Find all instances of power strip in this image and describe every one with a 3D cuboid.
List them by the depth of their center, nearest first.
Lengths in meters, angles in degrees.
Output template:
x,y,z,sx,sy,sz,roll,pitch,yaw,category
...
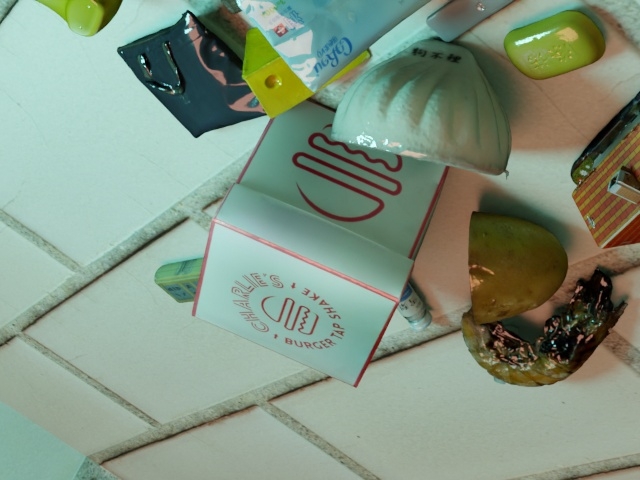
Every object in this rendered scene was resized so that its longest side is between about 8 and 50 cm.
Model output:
x,y,z,sx,sy,sz,roll,pitch,yaw,category
-0.185,0.073,2.300,0.388,0.066,0.092,-11,134,42,power strip

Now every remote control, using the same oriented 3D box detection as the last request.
x,y,z,sx,sy,sz,roll,pitch,yaw,category
0.212,-0.316,1.535,0.050,0.027,0.184,39,146,-18,remote control

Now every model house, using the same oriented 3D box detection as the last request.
x,y,z,sx,sy,sz,roll,pitch,yaw,category
0.476,-0.073,1.582,0.207,0.154,0.294,29,146,-3,model house

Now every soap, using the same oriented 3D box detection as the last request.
x,y,z,sx,sy,sz,roll,pitch,yaw,category
0.311,-0.259,1.532,0.140,0.045,0.089,-15,126,45,soap

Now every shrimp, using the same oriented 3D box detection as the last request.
x,y,z,sx,sy,sz,roll,pitch,yaw,category
0.379,0.147,2.011,0.233,0.071,0.365,24,141,0,shrimp

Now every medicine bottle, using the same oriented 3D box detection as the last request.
x,y,z,sx,sy,sz,roll,pitch,yaw,category
0.146,0.092,2.118,0.051,0.051,0.191,-4,135,37,medicine bottle

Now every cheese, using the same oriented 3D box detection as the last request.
x,y,z,sx,sy,sz,roll,pitch,yaw,category
-0.019,-0.277,1.711,0.171,0.126,0.093,-19,130,22,cheese

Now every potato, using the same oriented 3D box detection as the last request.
x,y,z,sx,sy,sz,roll,pitch,yaw,category
0.318,0.039,1.844,0.158,0.178,0.203,-4,124,14,potato

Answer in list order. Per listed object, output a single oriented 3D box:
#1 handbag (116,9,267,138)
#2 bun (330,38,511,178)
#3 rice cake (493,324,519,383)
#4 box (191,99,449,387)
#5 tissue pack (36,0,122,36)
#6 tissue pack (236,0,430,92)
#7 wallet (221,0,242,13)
x,y,z,sx,sy,sz,roll,pitch,yaw,category
-0.202,-0.260,1.830,0.211,0.088,0.254,48,151,-23,handbag
0.155,-0.197,1.626,0.263,0.175,0.263,11,-175,-1,bun
0.355,0.217,2.170,0.042,0.030,0.180,12,144,10,rice cake
0.000,0.000,1.862,0.312,0.300,0.314,24,146,3,box
-0.374,-0.404,1.711,0.178,0.127,0.123,31,149,-10,tissue pack
0.037,-0.336,1.460,0.263,0.089,0.177,-35,119,16,tissue pack
-0.156,-0.422,1.621,0.124,0.042,0.230,-9,133,45,wallet
